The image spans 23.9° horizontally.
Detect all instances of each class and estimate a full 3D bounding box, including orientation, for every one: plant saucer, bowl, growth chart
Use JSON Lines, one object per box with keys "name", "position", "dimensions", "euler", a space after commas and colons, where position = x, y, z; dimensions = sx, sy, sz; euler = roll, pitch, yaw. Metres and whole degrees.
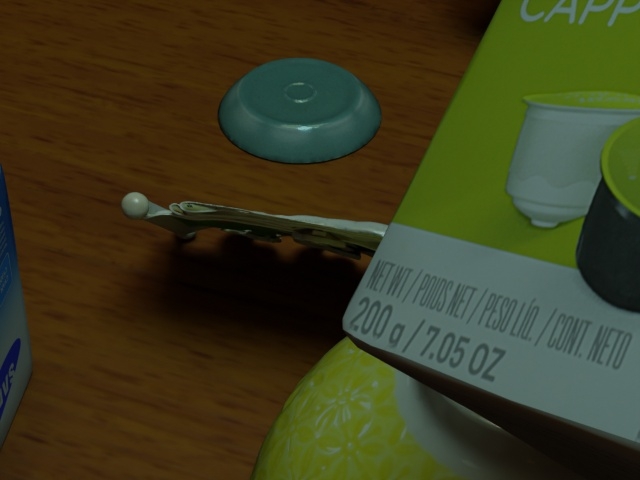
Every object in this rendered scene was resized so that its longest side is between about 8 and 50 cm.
{"name": "plant saucer", "position": [-0.015, -0.100, 1.093], "dimensions": [0.119, 0.021, 0.119], "euler": [0, 41, 0]}
{"name": "bowl", "position": [0.102, 0.109, 0.752], "dimensions": [0.290, 0.156, 0.289], "euler": [1, 41, -1]}
{"name": "growth chart", "position": [0.000, 0.000, 0.898], "dimensions": [0.237, 0.172, 0.021], "euler": [9, 86, 16]}

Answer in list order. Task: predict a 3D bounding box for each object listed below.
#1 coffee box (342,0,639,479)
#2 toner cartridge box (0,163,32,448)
{"name": "coffee box", "position": [0.282, -0.014, 0.505], "dimensions": [0.338, 0.338, 0.334], "euler": [17, 78, 52]}
{"name": "toner cartridge box", "position": [-0.230, 0.124, 0.721], "dimensions": [0.075, 0.165, 0.347], "euler": [7, 42, 5]}
